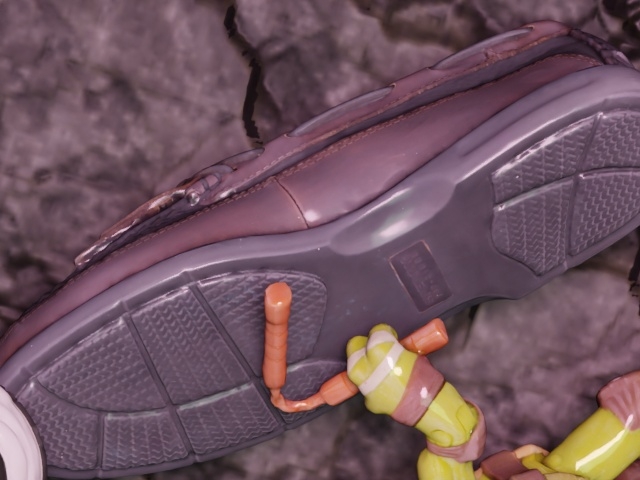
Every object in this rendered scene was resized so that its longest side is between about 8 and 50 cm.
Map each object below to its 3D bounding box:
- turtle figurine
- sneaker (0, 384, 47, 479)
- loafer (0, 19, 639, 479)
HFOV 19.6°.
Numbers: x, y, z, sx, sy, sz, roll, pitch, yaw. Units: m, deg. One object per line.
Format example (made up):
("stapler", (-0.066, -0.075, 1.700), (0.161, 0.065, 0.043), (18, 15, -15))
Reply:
("turtle figurine", (0.087, 0.102, 0.763), (0.217, 0.087, 0.269), (-26, 120, -15))
("sneaker", (-0.244, 0.079, 0.686), (0.272, 0.108, 0.100), (5, 102, 10))
("loafer", (0.000, 0.000, 0.771), (0.303, 0.095, 0.109), (-25, 131, -3))
